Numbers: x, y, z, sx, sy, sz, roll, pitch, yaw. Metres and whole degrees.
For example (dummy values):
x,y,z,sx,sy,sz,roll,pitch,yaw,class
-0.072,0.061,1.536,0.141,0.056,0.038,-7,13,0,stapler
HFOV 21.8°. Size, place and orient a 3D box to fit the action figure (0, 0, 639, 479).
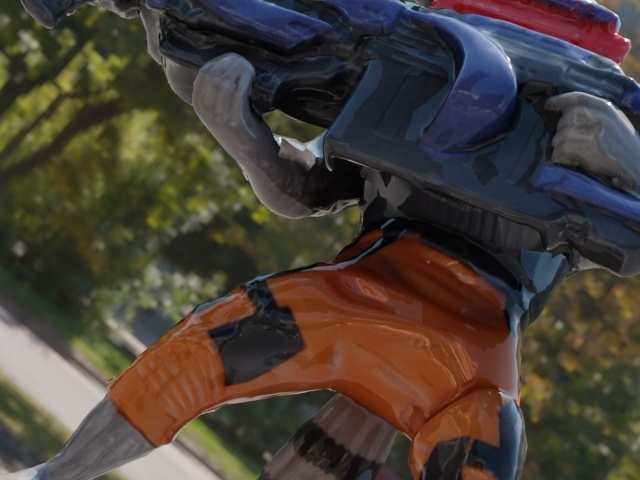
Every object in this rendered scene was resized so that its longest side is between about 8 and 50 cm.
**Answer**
x,y,z,sx,sy,sz,roll,pitch,yaw,class
0.000,0.000,0.678,0.341,0.330,0.178,29,-19,18,action figure
